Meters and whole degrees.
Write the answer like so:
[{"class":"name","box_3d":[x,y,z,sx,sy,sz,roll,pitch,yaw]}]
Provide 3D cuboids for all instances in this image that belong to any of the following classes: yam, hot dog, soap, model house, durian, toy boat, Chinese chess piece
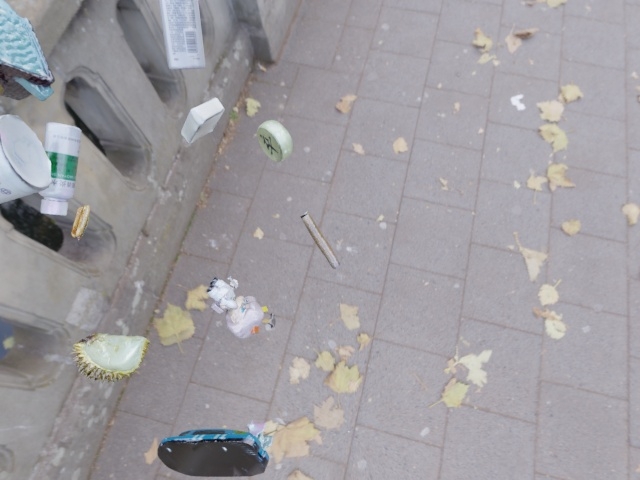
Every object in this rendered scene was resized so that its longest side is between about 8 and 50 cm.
[{"class":"yam","box_3d":[0.000,0.000,1.828,0.046,0.046,0.264,-33,99,-10]},{"class":"hot dog","box_3d":[-0.811,-0.061,1.527,0.056,0.041,0.133,-11,61,26]},{"class":"soap","box_3d":[-0.439,-0.442,1.668,0.121,0.183,0.064,-42,98,-32]},{"class":"model house","box_3d":[-0.875,-0.455,1.195,0.280,0.249,0.230,0,49,39]},{"class":"durian","box_3d":[-0.600,0.339,1.287,0.144,0.252,0.139,-26,62,33]},{"class":"toy boat","box_3d":[-0.271,0.525,1.152,0.298,0.134,0.092,-9,30,19]},{"class":"Chinese chess piece","box_3d":[-0.206,-0.444,2.013,0.188,0.188,0.083,42,64,18]}]

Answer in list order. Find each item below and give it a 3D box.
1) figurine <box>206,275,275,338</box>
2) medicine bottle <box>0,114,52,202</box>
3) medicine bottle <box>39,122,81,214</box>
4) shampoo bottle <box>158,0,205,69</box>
[{"class":"figurine","box_3d":[-0.233,0.198,1.272,0.111,0.229,0.137,-31,26,23]},{"class":"medicine bottle","box_3d":[-0.854,-0.162,1.066,0.331,0.190,0.190,-17,67,-1]},{"class":"medicine bottle","box_3d":[-0.762,-0.205,1.308,0.095,0.095,0.260,10,94,8]},{"class":"shampoo bottle","box_3d":[-0.318,-0.510,1.017,0.086,0.228,0.056,-12,25,-22]}]
